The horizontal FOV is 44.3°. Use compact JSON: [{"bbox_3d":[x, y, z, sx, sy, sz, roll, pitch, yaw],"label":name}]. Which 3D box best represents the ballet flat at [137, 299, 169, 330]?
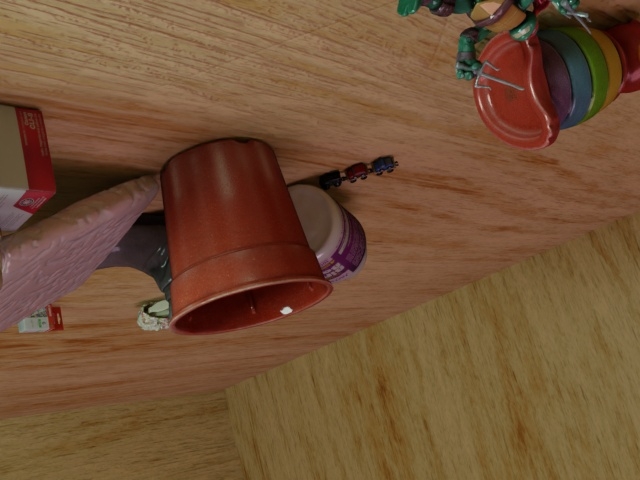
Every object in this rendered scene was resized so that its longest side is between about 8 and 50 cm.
[{"bbox_3d":[-0.361,0.180,2.065,0.241,0.091,0.077,-14,142,-16],"label":"ballet flat"}]

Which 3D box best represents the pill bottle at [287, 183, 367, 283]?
[{"bbox_3d":[0.000,0.000,1.636,0.169,0.169,0.301,-20,162,14],"label":"pill bottle"}]

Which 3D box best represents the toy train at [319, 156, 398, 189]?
[{"bbox_3d":[0.074,-0.133,1.524,0.158,0.027,0.036,-15,153,1],"label":"toy train"}]

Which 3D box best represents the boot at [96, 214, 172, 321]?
[{"bbox_3d":[-0.300,0.064,1.482,0.338,0.222,0.118,-16,164,1],"label":"boot"}]

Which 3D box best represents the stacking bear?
[{"bbox_3d":[0.394,-0.256,1.195,0.289,0.175,0.164,-19,-172,-21],"label":"stacking bear"}]

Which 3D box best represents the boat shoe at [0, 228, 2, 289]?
[{"bbox_3d":[-0.527,0.022,0.923,0.302,0.098,0.109,4,156,-42],"label":"boat shoe"}]

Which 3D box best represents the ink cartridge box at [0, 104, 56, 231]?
[{"bbox_3d":[-0.453,-0.095,0.993,0.176,0.127,0.128,3,155,-47],"label":"ink cartridge box"}]

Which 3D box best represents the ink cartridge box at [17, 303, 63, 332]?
[{"bbox_3d":[-0.645,0.180,1.829,0.029,0.062,0.115,-25,161,36],"label":"ink cartridge box"}]

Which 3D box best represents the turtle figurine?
[{"bbox_3d":[0.221,-0.286,0.999,0.234,0.118,0.175,16,133,-34],"label":"turtle figurine"}]

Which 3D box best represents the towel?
[{"bbox_3d":[-0.442,0.038,1.267,0.317,0.053,0.332,-43,178,36],"label":"towel"}]

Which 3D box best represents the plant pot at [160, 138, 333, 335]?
[{"bbox_3d":[-0.144,-0.009,1.313,0.273,0.265,0.272,-14,163,-5],"label":"plant pot"}]
